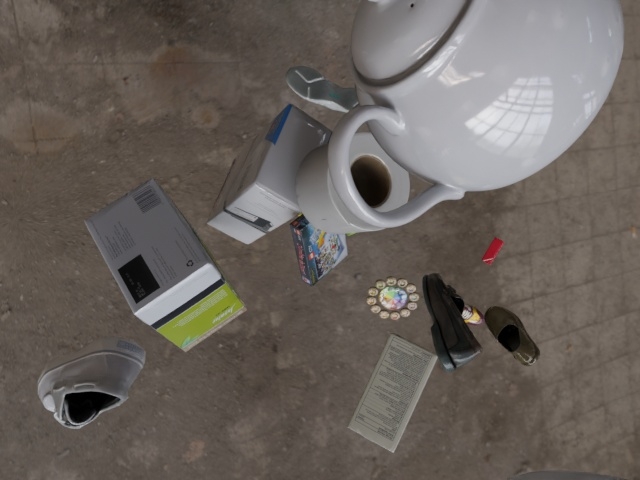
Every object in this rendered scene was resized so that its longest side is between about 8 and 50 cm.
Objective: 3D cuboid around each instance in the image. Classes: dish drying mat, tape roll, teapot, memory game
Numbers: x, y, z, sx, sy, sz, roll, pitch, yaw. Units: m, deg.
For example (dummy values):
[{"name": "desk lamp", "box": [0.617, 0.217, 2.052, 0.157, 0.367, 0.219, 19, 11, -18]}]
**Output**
[{"name": "dish drying mat", "box": [0.531, 0.033, 1.753, 0.032, 0.008, 0.083, 30, 103, 8]}, {"name": "tape roll", "box": [0.080, -0.140, 1.445, 0.246, 0.169, 0.245, 1, 88, -29]}, {"name": "teapot", "box": [0.111, -0.171, 0.496, 0.187, 0.252, 0.255, 21, 41, -34]}, {"name": "memory game", "box": [0.251, 0.203, 1.986, 0.186, 0.012, 0.186, 2, 120, 3]}]

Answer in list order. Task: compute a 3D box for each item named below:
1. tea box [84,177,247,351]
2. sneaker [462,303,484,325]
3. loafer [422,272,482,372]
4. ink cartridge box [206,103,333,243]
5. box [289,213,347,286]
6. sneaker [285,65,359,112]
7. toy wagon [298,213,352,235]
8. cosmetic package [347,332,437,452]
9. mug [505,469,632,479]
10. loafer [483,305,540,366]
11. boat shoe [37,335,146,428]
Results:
[{"name": "tea box", "box": [-0.405, 0.073, 1.533, 0.220, 0.323, 0.329, -34, 63, -8]}, {"name": "sneaker", "box": [0.461, 0.236, 1.890, 0.186, 0.084, 0.069, 28, 104, 1]}, {"name": "loafer", "box": [0.268, 0.154, 1.155, 0.084, 0.267, 0.096, -24, 120, 17]}, {"name": "ink cartridge box", "box": [-0.160, -0.183, 1.708, 0.166, 0.395, 0.285, 30, 63, -20]}, {"name": "box", "box": [0.000, 0.000, 1.609, 0.159, 0.044, 0.233, -40, 142, -27]}, {"name": "sneaker", "box": [0.007, -0.259, 1.010, 0.152, 0.061, 0.053, 22, 89, -13]}, {"name": "toy wagon", "box": [0.018, -0.134, 1.916, 0.068, 0.344, 0.267, -25, 93, -29]}, {"name": "cosmetic package", "box": [0.213, 0.430, 1.639, 0.153, 0.129, 0.296, 26, 87, 17]}, {"name": "mug", "box": [0.306, 0.514, 0.726, 0.276, 0.374, 0.328, 47, 45, -26]}, {"name": "loafer", "box": [0.341, 0.163, 1.032, 0.050, 0.148, 0.056, 36, 102, -31]}, {"name": "boat shoe", "box": [-0.235, 0.152, 0.566, 0.066, 0.184, 0.063, 39, 42, -33]}]
